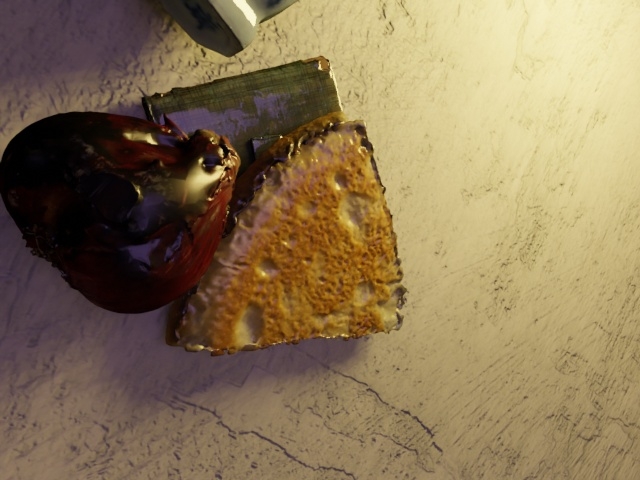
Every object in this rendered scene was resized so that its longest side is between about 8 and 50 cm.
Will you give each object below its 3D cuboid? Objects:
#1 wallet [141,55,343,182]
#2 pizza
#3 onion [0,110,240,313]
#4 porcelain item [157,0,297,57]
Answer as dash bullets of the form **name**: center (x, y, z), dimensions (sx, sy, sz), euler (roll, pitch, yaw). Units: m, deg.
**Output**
- **wallet**: center (-0.101, -0.184, 0.776), dimensions (0.317, 0.044, 0.168), euler (-23, 105, -26)
- **pizza**: center (-0.022, -0.016, 0.789), dimensions (0.436, 0.080, 0.391), euler (-1, 104, -32)
- **onion**: center (-0.254, -0.045, 0.606), dimensions (0.281, 0.221, 0.280), euler (0, 89, -2)
- **porcelain item**: center (-0.069, -0.469, 0.672), dimensions (0.404, 0.179, 0.242), euler (-60, 142, -11)
